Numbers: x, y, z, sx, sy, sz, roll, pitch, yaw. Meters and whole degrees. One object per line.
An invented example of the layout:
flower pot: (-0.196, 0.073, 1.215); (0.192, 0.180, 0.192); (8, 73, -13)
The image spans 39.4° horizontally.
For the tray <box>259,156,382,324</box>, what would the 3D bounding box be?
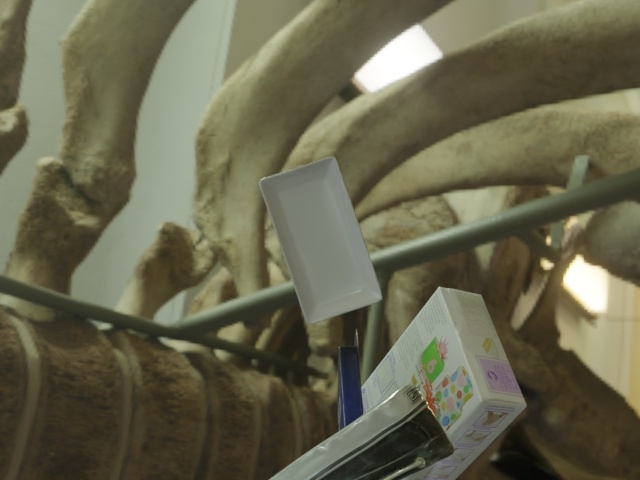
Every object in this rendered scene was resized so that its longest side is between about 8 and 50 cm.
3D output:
tray: (0.000, 0.000, 1.576); (0.030, 0.145, 0.270); (152, 100, -82)

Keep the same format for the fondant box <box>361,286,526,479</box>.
fondant box: (0.189, 0.277, 1.531); (0.096, 0.330, 0.238); (11, -139, -25)

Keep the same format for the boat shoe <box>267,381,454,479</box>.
boat shoe: (0.005, 0.198, 0.696); (0.070, 0.219, 0.078); (55, -158, 10)

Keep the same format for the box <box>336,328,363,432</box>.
box: (0.047, 0.266, 1.401); (0.136, 0.037, 0.225); (91, 178, -48)
